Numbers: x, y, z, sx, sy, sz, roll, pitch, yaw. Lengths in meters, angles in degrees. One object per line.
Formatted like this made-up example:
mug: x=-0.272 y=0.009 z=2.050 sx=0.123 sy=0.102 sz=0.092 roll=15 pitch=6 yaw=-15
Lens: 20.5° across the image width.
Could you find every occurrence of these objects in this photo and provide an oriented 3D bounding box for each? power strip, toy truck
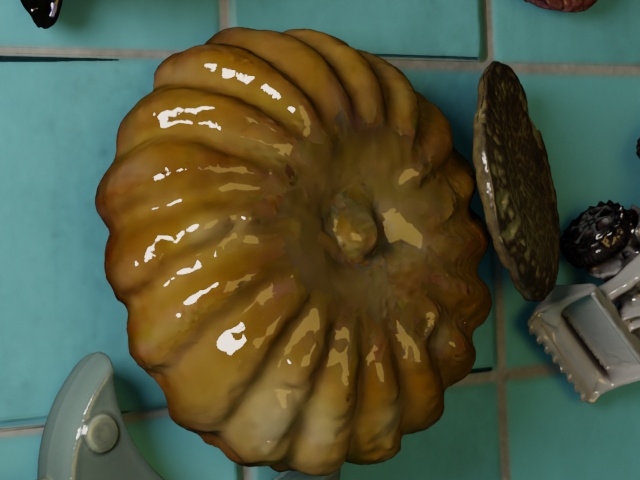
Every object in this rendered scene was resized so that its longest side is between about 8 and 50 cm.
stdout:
power strip: x=-0.105 y=0.180 z=1.207 sx=0.253 sy=0.054 sz=0.167 roll=23 pitch=75 yaw=-34
toy truck: x=0.292 y=0.002 z=1.460 sx=0.286 sy=0.111 sz=0.136 roll=-51 pitch=118 yaw=-22

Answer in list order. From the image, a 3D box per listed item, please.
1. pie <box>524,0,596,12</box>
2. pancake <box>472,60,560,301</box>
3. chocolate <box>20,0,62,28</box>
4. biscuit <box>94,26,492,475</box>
pie: x=0.187 y=-0.260 z=1.436 sx=0.153 sy=0.038 sz=0.153 roll=-2 pitch=93 yaw=-34
pancake: x=0.152 y=-0.045 z=1.358 sx=0.199 sy=0.021 sz=0.199 roll=-11 pitch=90 yaw=-70
chocolate: x=-0.099 y=-0.285 z=1.122 sx=0.148 sy=0.126 sz=0.343 roll=31 pitch=97 yaw=12
biscuit: x=0.000 y=0.000 z=1.231 sx=0.325 sy=0.107 sz=0.326 roll=10 pitch=73 yaw=-35
